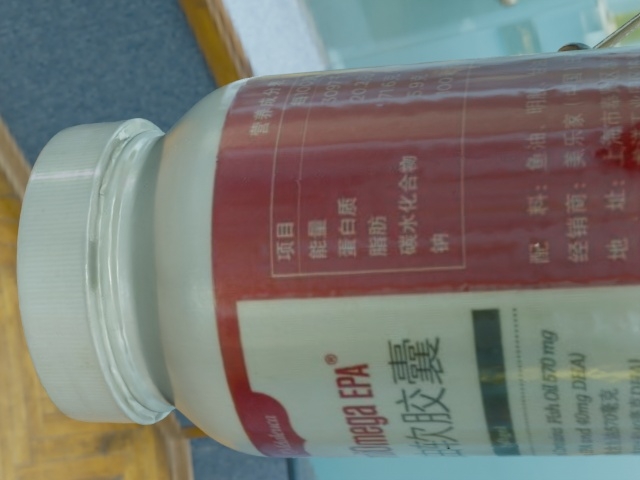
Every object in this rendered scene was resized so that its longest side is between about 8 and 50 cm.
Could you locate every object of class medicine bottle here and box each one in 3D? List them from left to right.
[{"bbox_3d":[0.037,0.007,0.414,0.131,0.250,0.131,-3,90,-77],"label":"medicine bottle"}]

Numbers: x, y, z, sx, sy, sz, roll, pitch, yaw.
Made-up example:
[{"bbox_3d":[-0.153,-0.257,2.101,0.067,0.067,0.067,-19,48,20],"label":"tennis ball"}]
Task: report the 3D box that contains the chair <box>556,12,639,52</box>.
[{"bbox_3d":[0.287,-0.164,1.073,0.104,0.221,0.095,38,-23,56],"label":"chair"}]
